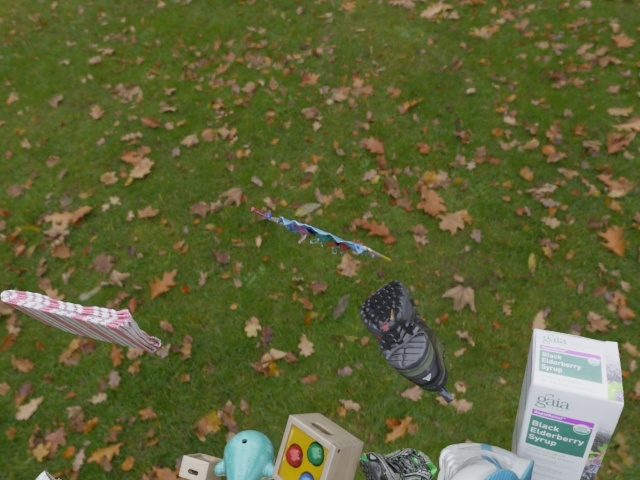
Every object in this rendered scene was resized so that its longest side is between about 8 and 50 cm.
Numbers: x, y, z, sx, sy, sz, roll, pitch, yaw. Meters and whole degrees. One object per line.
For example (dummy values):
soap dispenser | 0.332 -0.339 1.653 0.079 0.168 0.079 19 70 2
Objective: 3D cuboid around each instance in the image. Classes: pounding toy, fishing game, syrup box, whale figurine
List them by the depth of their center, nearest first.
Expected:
syrup box | 0.305 0.233 0.644 0.093 0.236 0.096 8 39 20
pounding toy | -0.039 0.442 0.957 0.181 0.094 0.205 17 91 45
fishing game | 0.000 0.000 0.967 0.264 0.189 0.041 19 87 24
whale figurine | -0.251 0.747 1.657 0.217 0.141 0.272 0 29 11
pounding toy | -0.437 0.832 1.818 0.141 0.130 0.100 4 74 23

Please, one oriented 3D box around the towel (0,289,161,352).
towel | -0.354 0.121 0.761 0.197 0.144 0.029 11 64 8

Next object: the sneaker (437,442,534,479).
sneaker | 0.165 0.270 0.542 0.092 0.229 0.087 6 77 32

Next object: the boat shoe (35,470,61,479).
boat shoe | -0.695 0.643 1.320 0.100 0.035 0.035 43 72 -5

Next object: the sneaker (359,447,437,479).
sneaker | 0.209 0.605 1.347 0.146 0.343 0.134 -41 55 6

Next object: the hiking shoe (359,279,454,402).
hiking shoe | 0.125 0.145 0.741 0.086 0.114 0.227 -33 19 10
